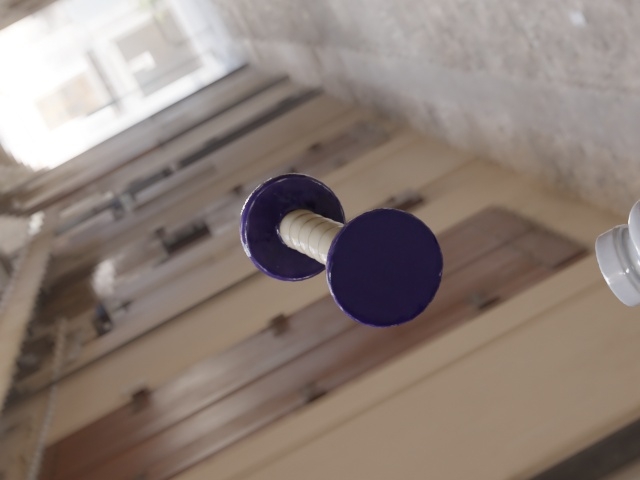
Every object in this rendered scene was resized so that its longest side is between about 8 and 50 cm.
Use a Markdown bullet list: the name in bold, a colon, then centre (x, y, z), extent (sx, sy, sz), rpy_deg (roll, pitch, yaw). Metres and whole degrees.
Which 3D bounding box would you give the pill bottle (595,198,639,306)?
- **pill bottle**: centre (0.401, -0.011, 1.694), extent (0.117, 0.208, 0.117), rpy_deg (37, -142, -36)

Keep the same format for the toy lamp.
- **toy lamp**: centre (0.000, 0.000, 1.051), extent (0.080, 0.080, 0.274), rpy_deg (62, 171, -12)
